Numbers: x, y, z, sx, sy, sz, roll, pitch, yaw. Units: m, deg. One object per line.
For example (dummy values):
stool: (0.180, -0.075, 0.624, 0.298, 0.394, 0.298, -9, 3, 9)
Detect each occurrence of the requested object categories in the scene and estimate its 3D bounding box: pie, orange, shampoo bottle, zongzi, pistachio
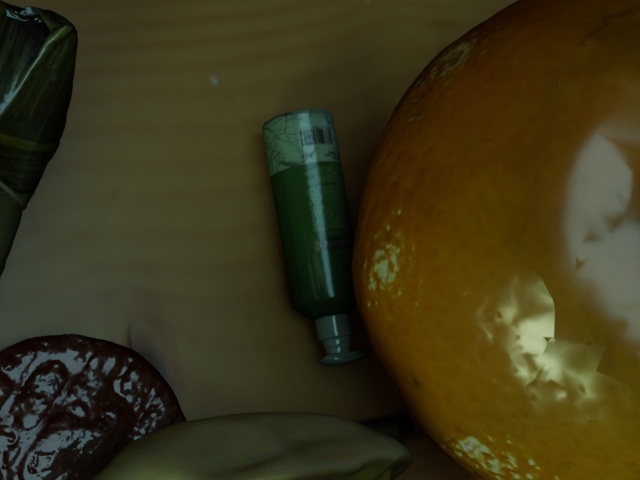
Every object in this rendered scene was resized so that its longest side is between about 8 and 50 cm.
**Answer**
pie: (-0.181, 0.154, 0.905, 0.182, 0.049, 0.182, 5, 76, -22)
orange: (0.237, 0.011, 0.942, 0.424, 0.326, 0.423, 3, 80, -15)
shampoo bottle: (0.000, 0.000, 1.012, 0.065, 0.065, 0.204, -6, 81, -25)
zongzi: (-0.340, -0.042, 0.833, 0.289, 0.154, 0.317, 19, 77, -11)
pistachio: (-0.039, 0.217, 0.871, 0.299, 0.188, 0.187, 9, 74, -45)
